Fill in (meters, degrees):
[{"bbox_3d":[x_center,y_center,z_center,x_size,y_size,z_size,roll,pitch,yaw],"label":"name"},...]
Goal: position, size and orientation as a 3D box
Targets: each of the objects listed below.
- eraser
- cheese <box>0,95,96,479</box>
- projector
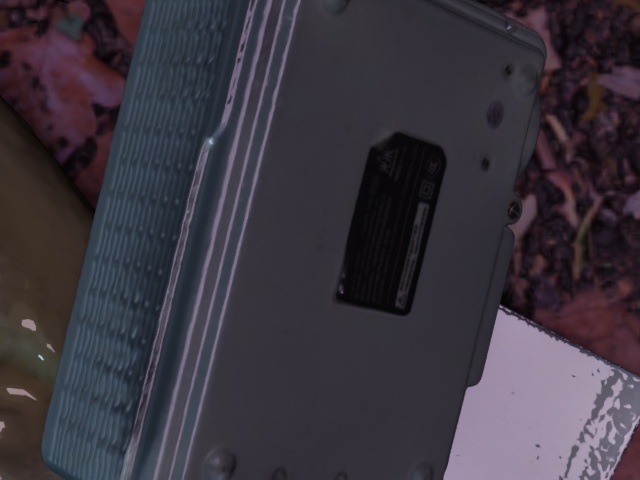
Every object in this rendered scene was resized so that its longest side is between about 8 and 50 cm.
[{"bbox_3d":[0.101,0.119,0.613,0.104,0.023,0.150,28,89,0],"label":"eraser"},{"bbox_3d":[-0.209,-0.023,0.562,0.328,0.129,0.351,15,88,-6],"label":"cheese"},{"bbox_3d":[0.000,0.000,0.531,0.192,0.099,0.257,14,90,-43],"label":"projector"}]
